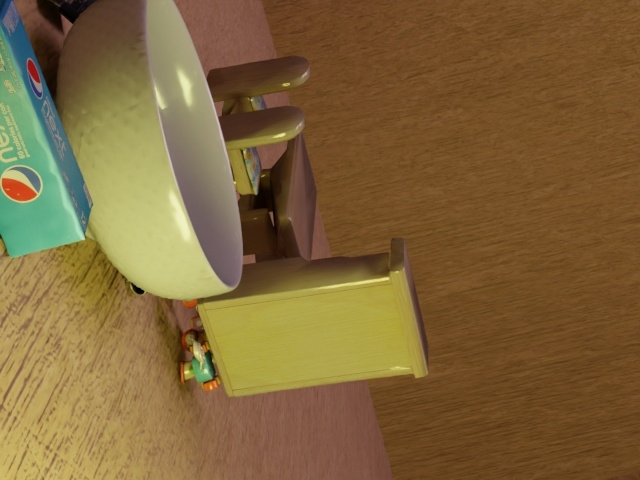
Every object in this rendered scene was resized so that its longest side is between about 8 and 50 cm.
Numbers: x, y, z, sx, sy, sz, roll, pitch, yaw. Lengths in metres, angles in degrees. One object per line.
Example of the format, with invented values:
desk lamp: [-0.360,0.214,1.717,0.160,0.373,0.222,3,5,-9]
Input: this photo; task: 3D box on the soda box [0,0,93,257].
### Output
soda box: [-0.262,-0.095,1.180,0.067,0.071,0.210,-94,169,-62]

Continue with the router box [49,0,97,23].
router box: [-0.251,-0.300,1.539,0.038,0.122,0.092,36,-3,11]

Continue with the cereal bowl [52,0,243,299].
cereal bowl: [-0.194,-0.094,1.474,0.339,0.141,0.339,-14,90,-85]

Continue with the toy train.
toy train: [-0.166,0.113,1.748,0.166,0.046,0.125,-102,173,-46]

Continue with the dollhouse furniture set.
dollhouse furniture set: [0.000,0.000,1.842,0.394,0.256,0.362,-85,164,-53]

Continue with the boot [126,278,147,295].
boot: [-0.210,0.002,1.597,0.087,0.042,0.118,-81,154,-65]
